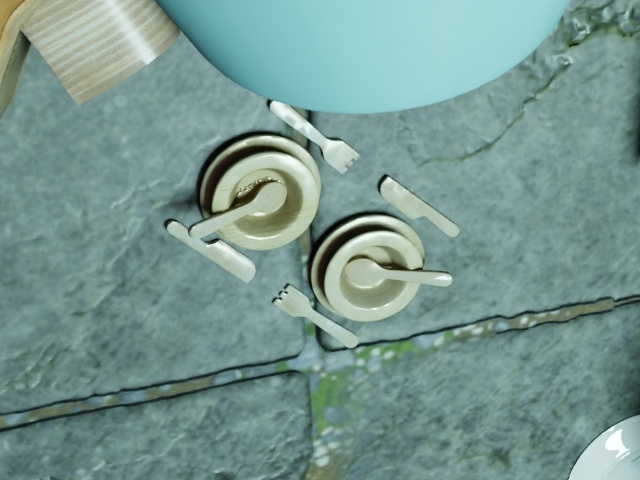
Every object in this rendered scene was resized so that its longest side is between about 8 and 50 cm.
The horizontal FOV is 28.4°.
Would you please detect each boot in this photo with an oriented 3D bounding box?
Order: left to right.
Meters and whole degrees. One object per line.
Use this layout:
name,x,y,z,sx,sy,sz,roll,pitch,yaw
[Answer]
boot,-0.247,-0.141,0.707,0.283,0.109,0.220,-26,113,20

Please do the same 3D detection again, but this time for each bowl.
bowl,0.026,-0.187,0.677,0.312,0.311,0.163,-19,141,-6

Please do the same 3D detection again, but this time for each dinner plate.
dinner plate,0.284,0.212,1.115,0.141,0.017,0.141,-7,118,-13

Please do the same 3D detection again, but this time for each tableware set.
tableware set,0.000,0.000,0.895,0.194,0.039,0.128,34,104,-30
